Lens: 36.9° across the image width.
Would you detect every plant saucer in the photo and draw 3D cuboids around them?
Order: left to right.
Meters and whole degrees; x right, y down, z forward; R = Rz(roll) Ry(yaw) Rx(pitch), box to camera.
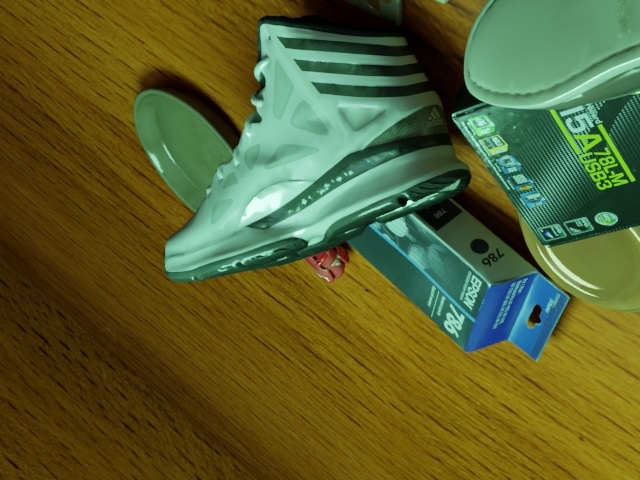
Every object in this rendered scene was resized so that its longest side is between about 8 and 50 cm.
[{"bbox_3d":[-0.190,-0.130,1.526,0.278,0.041,0.278,36,151,24],"label":"plant saucer"},{"bbox_3d":[0.288,0.002,1.005,0.200,0.037,0.200,36,152,23],"label":"plant saucer"}]

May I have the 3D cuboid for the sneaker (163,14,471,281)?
[{"bbox_3d":[-0.043,-0.113,1.134,0.448,0.169,0.257,-22,82,39],"label":"sneaker"}]

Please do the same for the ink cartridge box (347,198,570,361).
[{"bbox_3d":[0.142,0.019,1.178,0.333,0.065,0.165,41,152,24],"label":"ink cartridge box"}]

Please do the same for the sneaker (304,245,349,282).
[{"bbox_3d":[0.000,0.000,1.357,0.128,0.087,0.221,41,-178,-9],"label":"sneaker"}]

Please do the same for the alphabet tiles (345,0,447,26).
[{"bbox_3d":[-0.005,-0.373,0.960,0.343,0.011,0.285,33,150,26],"label":"alphabet tiles"}]

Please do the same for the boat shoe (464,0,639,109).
[{"bbox_3d":[0.218,-0.153,0.660,0.324,0.097,0.116,169,106,-64],"label":"boat shoe"}]

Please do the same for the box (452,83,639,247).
[{"bbox_3d":[0.239,-0.084,0.833,0.184,0.045,0.190,-14,133,36],"label":"box"}]
